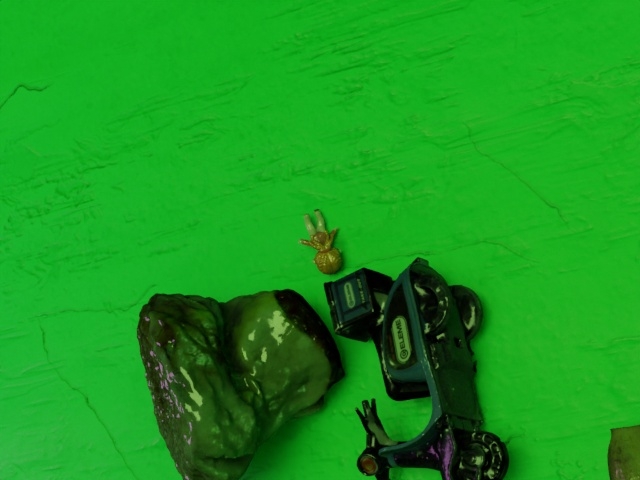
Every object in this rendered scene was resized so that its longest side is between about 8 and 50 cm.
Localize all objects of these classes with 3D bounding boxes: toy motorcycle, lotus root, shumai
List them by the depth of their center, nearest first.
[{"bbox_3d":[0.417,0.334,1.663,0.110,0.097,0.258,-22,58,15],"label":"lotus root"},{"bbox_3d":[0.127,0.196,1.855,0.213,0.125,0.358,-27,62,30],"label":"toy motorcycle"},{"bbox_3d":[-0.105,0.195,1.972,0.263,0.304,0.309,-16,61,-13],"label":"shumai"}]

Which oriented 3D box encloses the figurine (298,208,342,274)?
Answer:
[{"bbox_3d":[0.000,0.000,2.024,0.064,0.047,0.109,-19,58,-2],"label":"figurine"}]
